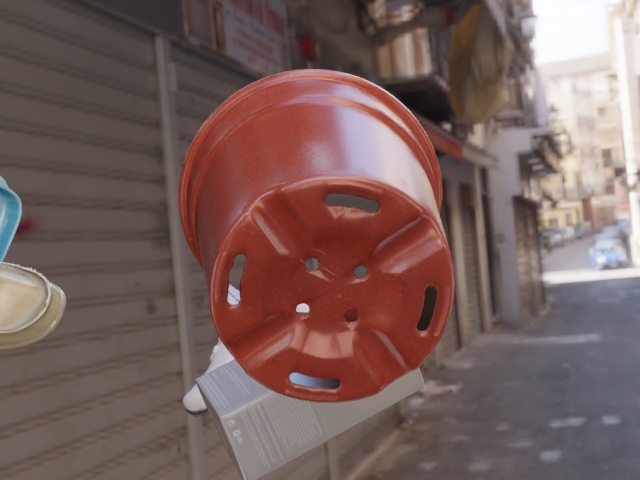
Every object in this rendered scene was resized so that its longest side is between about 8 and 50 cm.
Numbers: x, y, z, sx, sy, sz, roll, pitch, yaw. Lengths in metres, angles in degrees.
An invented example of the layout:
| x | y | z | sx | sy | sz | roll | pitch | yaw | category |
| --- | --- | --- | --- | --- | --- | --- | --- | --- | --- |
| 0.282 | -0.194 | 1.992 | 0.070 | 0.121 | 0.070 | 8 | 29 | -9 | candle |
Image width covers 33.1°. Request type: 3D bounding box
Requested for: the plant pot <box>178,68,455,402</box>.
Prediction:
| x | y | z | sx | sy | sz | roll | pitch | yaw | category |
| --- | --- | --- | --- | --- | --- | --- | --- | --- | --- |
| 0.000 | 0.000 | 0.986 | 0.273 | 0.272 | 0.265 | -5 | 19 | -2 | plant pot |

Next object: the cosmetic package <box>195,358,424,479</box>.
| x | y | z | sx | sy | sz | roll | pitch | yaw | category |
| --- | --- | --- | --- | --- | --- | --- | --- | --- | --- |
| -0.013 | 0.168 | 1.265 | 0.238 | 0.107 | 0.127 | -23 | 20 | -12 | cosmetic package |

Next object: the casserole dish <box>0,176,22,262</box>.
| x | y | z | sx | sy | sz | roll | pitch | yaw | category |
| --- | --- | --- | --- | --- | --- | --- | --- | --- | --- |
| -0.467 | -0.003 | 1.401 | 0.114 | 0.188 | 0.037 | 25 | -5 | -32 | casserole dish |

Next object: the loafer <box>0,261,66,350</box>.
| x | y | z | sx | sy | sz | roll | pitch | yaw | category |
| --- | --- | --- | --- | --- | --- | --- | --- | --- | --- |
| -0.435 | 0.063 | 1.254 | 0.269 | 0.101 | 0.092 | 6 | -23 | 1 | loafer |

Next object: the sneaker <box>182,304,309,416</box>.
| x | y | z | sx | sy | sz | roll | pitch | yaw | category |
| --- | --- | --- | --- | --- | --- | --- | --- | --- | --- |
| -0.113 | 0.160 | 1.718 | 0.297 | 0.129 | 0.111 | -44 | -9 | -12 | sneaker |
